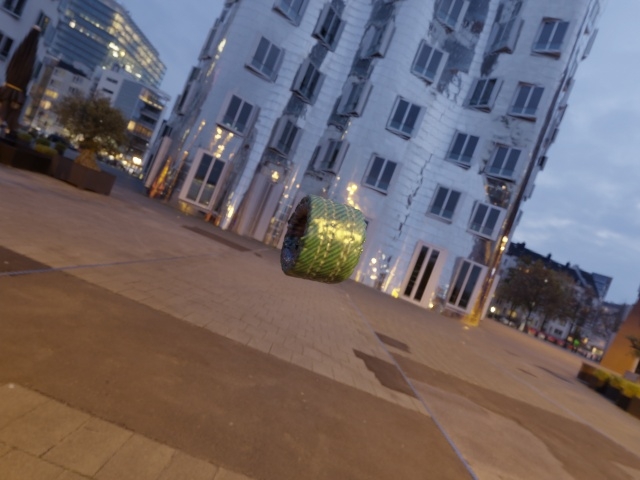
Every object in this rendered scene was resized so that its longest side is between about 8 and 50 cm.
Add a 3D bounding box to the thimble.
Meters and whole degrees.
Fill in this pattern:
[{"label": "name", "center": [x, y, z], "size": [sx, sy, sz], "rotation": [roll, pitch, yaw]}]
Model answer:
[{"label": "thimble", "center": [0.000, 0.001, 0.577], "size": [0.090, 0.119, 0.135], "rotation": [17, -14, -17]}]
